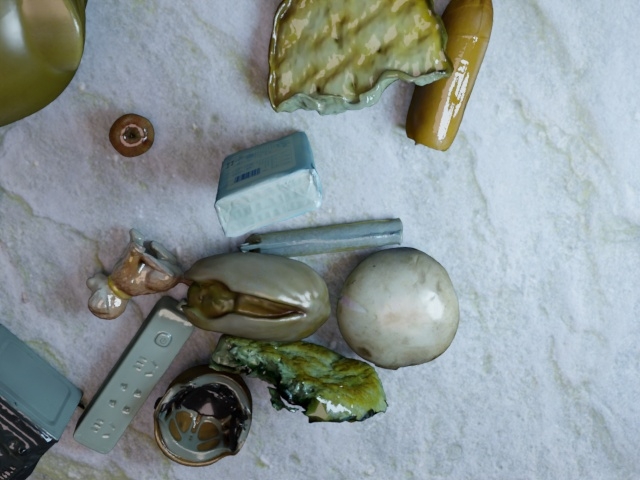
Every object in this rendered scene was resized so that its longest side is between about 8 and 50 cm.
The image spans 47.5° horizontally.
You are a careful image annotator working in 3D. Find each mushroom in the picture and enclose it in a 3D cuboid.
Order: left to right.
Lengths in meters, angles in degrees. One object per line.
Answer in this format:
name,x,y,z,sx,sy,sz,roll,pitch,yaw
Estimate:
mushroom,0.149,0.138,1.425,0.255,0.184,0.255,-1,111,-3

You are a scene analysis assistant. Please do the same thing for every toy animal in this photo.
toy animal,-0.353,0.102,1.426,0.184,0.104,0.185,40,96,-23

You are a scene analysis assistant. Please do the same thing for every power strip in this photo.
power strip,-0.376,0.272,1.494,0.091,0.062,0.385,32,103,-16

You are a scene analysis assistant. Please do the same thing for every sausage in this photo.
sausage,0.242,-0.325,1.326,0.112,0.112,0.328,15,104,-9

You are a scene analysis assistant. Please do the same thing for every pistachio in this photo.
pistachio,-0.120,0.104,1.395,0.288,0.197,0.166,11,95,1

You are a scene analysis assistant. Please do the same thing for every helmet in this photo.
helmet,-0.233,0.343,1.491,0.198,0.130,0.224,30,113,-8

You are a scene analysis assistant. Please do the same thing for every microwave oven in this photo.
microwave oven,-0.697,0.383,1.424,0.355,0.218,0.286,-41,104,9

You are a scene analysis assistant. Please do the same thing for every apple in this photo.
apple,-0.349,-0.195,1.345,0.084,0.071,0.084,-3,106,-11

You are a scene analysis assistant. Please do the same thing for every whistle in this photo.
whistle,0.000,-0.001,1.433,0.326,0.068,0.057,-6,77,-2

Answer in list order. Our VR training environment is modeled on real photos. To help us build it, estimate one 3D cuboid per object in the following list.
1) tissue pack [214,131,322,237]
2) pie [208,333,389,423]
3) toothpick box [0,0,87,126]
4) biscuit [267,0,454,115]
tissue pack,-0.091,-0.105,1.289,0.177,0.263,0.089,-18,111,3
pie,-0.034,0.253,1.383,0.296,0.371,0.078,6,100,-40
toothpick box,-0.572,-0.367,1.099,0.425,0.409,0.409,-9,108,-7
biscuit,0.071,-0.340,1.291,0.335,0.078,0.329,27,105,9
